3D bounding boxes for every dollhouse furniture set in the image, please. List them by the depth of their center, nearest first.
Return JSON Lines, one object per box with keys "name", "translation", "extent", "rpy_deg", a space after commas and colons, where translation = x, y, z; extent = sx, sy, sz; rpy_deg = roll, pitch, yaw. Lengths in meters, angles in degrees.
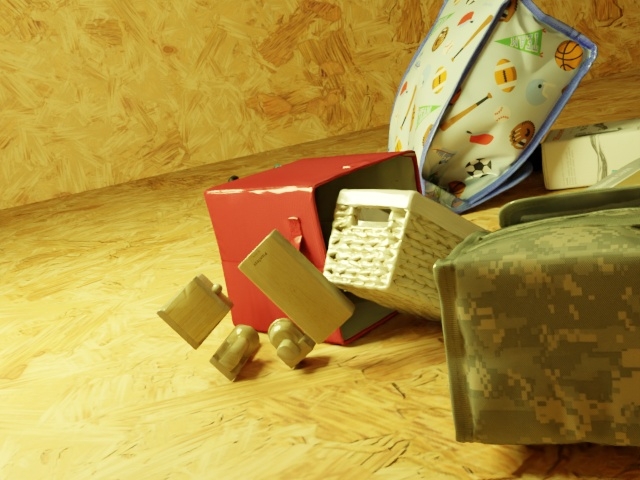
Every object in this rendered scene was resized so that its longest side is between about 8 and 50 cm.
{"name": "dollhouse furniture set", "translation": [-0.058, 0.058, 0.843], "extent": [0.151, 0.144, 0.123], "rpy_deg": [-45, 3, 19]}

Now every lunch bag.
{"name": "lunch bag", "translation": [0.248, 0.043, 0.624], "extent": [0.235, 0.169, 0.287], "rpy_deg": [-4, 9, 26]}
{"name": "lunch bag", "translation": [0.273, -0.241, 1.428], "extent": [0.238, 0.386, 0.328], "rpy_deg": [29, 11, -15]}

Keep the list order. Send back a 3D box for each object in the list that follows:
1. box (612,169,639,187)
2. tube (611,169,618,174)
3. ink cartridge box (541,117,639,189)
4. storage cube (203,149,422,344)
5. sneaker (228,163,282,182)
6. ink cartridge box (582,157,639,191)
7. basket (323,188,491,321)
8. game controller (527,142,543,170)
{"name": "box", "translation": [0.389, -0.075, 0.720], "extent": [0.164, 0.021, 0.201], "rpy_deg": [-4, 16, 46]}
{"name": "tube", "translation": [0.539, -0.081, 1.151], "extent": [0.207, 0.052, 0.080], "rpy_deg": [1, 22, 24]}
{"name": "ink cartridge box", "translation": [0.515, -0.158, 1.388], "extent": [0.217, 0.092, 0.158], "rpy_deg": [-7, 14, 24]}
{"name": "storage cube", "translation": [0.000, 0.000, 0.948], "extent": [0.193, 0.184, 0.215], "rpy_deg": [2, 19, 45]}
{"name": "sneaker", "translation": [-0.042, -0.088, 1.478], "extent": [0.302, 0.121, 0.108], "rpy_deg": [-7, 14, 14]}
{"name": "ink cartridge box", "translation": [0.480, -0.042, 0.849], "extent": [0.271, 0.130, 0.309], "rpy_deg": [-2, 15, 46]}
{"name": "basket", "translation": [0.098, 0.021, 0.823], "extent": [0.167, 0.103, 0.113], "rpy_deg": [23, -12, -41]}
{"name": "game controller", "translation": [0.490, -0.191, 1.596], "extent": [0.319, 0.067, 0.166], "rpy_deg": [-10, 14, 3]}
